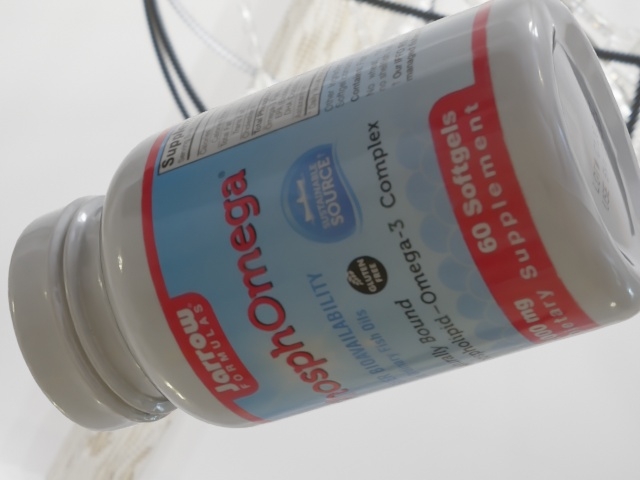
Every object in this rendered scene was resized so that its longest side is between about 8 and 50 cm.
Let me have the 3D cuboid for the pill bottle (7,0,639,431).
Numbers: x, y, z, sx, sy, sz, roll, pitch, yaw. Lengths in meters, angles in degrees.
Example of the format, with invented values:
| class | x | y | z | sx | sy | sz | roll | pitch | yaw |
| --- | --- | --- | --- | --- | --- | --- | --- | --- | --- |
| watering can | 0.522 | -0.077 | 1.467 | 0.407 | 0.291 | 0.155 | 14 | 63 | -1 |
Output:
| class | x | y | z | sx | sy | sz | roll | pitch | yaw |
| --- | --- | --- | --- | --- | --- | --- | --- | --- | --- |
| pill bottle | 0.000 | 0.000 | 0.366 | 0.160 | 0.087 | 0.087 | -19 | -65 | 23 |
